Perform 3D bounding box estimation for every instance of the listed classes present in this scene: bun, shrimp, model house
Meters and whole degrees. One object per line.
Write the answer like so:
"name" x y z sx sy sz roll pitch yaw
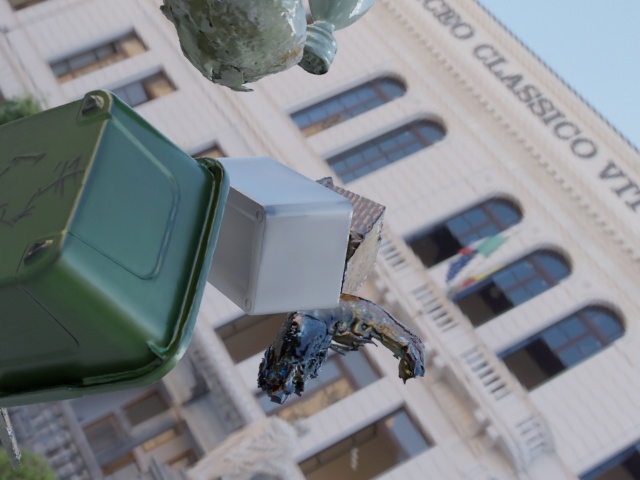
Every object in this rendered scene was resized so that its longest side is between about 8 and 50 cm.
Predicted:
"bun" -0.099 -0.267 1.025 0.239 0.141 0.239 167 -90 -85
"shrimp" 0.034 0.164 1.413 0.222 0.290 0.054 22 -59 15
"model house" 0.000 0.000 1.674 0.172 0.166 0.183 27 -46 14

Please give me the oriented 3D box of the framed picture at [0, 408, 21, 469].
"framed picture" -0.427 0.123 1.234 0.209 0.019 0.281 50 -26 48

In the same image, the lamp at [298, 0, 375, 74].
"lamp" 0.018 -0.326 1.398 0.106 0.193 0.106 21 -21 8

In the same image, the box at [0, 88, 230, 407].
"box" -0.273 0.011 0.939 0.178 0.328 0.253 45 42 -42

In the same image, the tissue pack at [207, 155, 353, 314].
"tissue pack" -0.087 -0.012 1.396 0.246 0.136 0.159 32 -60 50
